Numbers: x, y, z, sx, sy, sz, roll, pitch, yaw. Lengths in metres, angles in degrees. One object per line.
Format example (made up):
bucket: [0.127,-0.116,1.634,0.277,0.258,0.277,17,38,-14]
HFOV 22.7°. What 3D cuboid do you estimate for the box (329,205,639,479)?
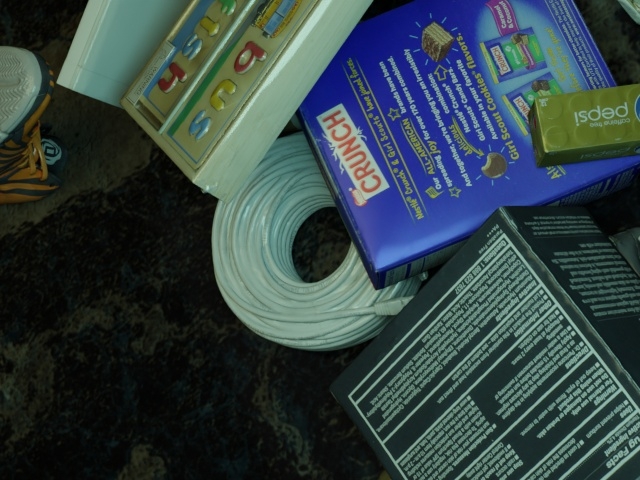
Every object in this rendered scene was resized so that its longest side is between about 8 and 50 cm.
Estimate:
box: [0.219,0.169,1.623,0.296,0.183,0.294,-48,62,29]

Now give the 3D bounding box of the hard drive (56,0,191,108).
hard drive: [-0.190,-0.305,1.919,0.040,0.203,0.307,25,94,29]

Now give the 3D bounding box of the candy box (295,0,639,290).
candy box: [0.149,-0.129,1.721,0.317,0.122,0.268,-22,75,-5]

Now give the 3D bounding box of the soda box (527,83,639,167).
soda box: [0.306,-0.120,1.622,0.181,0.058,0.061,-8,76,-2]

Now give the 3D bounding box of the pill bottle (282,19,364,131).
pill bottle: [-0.054,-0.193,1.881,0.229,0.131,0.131,-7,76,14]

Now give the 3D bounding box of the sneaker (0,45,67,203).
sneaker: [-0.378,-0.140,1.981,0.321,0.180,0.124,-28,65,45]

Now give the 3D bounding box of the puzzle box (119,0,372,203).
puzzle box: [-0.046,-0.257,1.700,0.409,0.052,0.272,-55,33,5]

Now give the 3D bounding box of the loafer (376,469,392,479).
loafer: [0.126,0.280,1.747,0.148,0.056,0.050,20,94,26]

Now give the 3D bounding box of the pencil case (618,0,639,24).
pencil case: [0.462,-0.211,1.637,0.183,0.160,0.410,-42,65,-4]

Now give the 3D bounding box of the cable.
cable: [0.000,0.000,1.846,0.257,0.089,0.257,-20,71,20]

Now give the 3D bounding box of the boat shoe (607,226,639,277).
boat shoe: [0.367,0.074,1.672,0.065,0.075,0.206,-31,73,-10]
